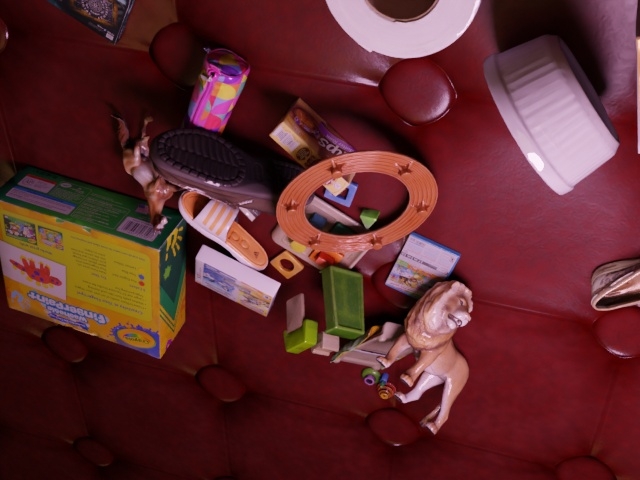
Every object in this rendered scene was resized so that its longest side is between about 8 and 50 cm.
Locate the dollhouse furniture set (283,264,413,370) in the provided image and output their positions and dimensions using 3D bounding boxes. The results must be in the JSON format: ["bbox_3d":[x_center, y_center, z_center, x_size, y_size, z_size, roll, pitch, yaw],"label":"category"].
[{"bbox_3d":[0.085,0.191,2.020,0.301,0.151,0.197,16,147,-35],"label":"dollhouse furniture set"}]

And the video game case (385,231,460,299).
[{"bbox_3d":[0.227,0.064,1.905,0.119,0.015,0.166,24,132,2],"label":"video game case"}]

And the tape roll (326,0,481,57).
[{"bbox_3d":[0.146,-0.463,1.465,0.286,0.100,0.286,11,130,14],"label":"tape roll"}]

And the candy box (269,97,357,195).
[{"bbox_3d":[-0.006,-0.190,1.737,0.187,0.109,0.053,41,130,-11],"label":"candy box"}]

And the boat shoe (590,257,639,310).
[{"bbox_3d":[0.673,0.074,1.676,0.285,0.089,0.104,-25,113,35],"label":"boat shoe"}]

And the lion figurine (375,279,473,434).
[{"bbox_3d":[0.269,0.266,1.956,0.142,0.240,0.392,34,159,34],"label":"lion figurine"}]

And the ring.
[{"bbox_3d":[0.077,-0.065,1.745,0.337,0.032,0.336,-6,145,-4],"label":"ring"}]

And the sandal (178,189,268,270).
[{"bbox_3d":[-0.204,-0.037,1.957,0.265,0.102,0.076,39,130,-21],"label":"sandal"}]

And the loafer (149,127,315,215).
[{"bbox_3d":[-0.194,-0.119,1.787,0.366,0.134,0.130,18,141,-25],"label":"loafer"}]

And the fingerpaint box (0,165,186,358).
[{"bbox_3d":[-0.565,0.055,2.129,0.445,0.163,0.371,16,130,11],"label":"fingerpaint box"}]

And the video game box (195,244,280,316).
[{"bbox_3d":[-0.203,0.099,2.042,0.205,0.048,0.187,27,161,2],"label":"video game box"}]

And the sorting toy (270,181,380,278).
[{"bbox_3d":[0.000,0.000,1.927,0.196,0.047,0.347,34,132,-6],"label":"sorting toy"}]

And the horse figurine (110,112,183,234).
[{"bbox_3d":[-0.387,-0.164,1.914,0.263,0.066,0.174,56,139,6],"label":"horse figurine"}]

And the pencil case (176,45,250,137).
[{"bbox_3d":[-0.227,-0.287,1.761,0.104,0.104,0.236,28,133,0],"label":"pencil case"}]

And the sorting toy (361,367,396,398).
[{"bbox_3d":[0.147,0.366,2.158,0.102,0.042,0.061,35,131,-6],"label":"sorting toy"}]

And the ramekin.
[{"bbox_3d":[0.399,-0.225,1.449,0.127,0.273,0.273,-31,111,24],"label":"ramekin"}]

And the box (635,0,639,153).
[{"bbox_3d":[0.684,-0.273,1.345,0.345,0.168,0.215,-1,126,23],"label":"box"}]

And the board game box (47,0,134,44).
[{"bbox_3d":[-0.477,-0.503,1.742,0.186,0.026,0.126,33,131,-4],"label":"board game box"}]

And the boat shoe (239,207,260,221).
[{"bbox_3d":[-0.198,-0.139,1.906,0.065,0.075,0.206,-40,103,-5],"label":"boat shoe"}]
